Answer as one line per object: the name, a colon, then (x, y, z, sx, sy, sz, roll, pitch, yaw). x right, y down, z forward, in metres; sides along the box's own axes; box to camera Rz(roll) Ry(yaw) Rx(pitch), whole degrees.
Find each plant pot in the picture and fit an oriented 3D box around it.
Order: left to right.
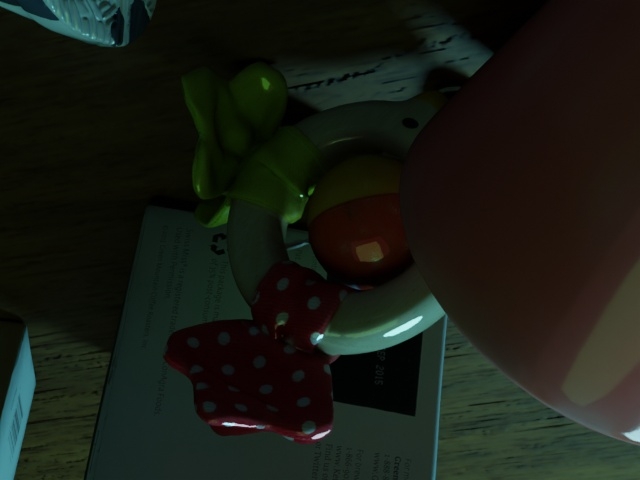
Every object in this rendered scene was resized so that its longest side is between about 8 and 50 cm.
plant pot: (0.217, -0.060, 1.068, 0.275, 0.275, 0.243, 20, 131, -15)

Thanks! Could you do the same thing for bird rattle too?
bird rattle: (0.000, 0.000, 1.179, 0.207, 0.253, 0.143, -17, 142, 14)

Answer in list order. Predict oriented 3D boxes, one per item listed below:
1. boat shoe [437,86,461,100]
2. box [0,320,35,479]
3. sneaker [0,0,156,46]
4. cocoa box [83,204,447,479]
boat shoe: (0.094, -0.047, 1.266, 0.049, 0.042, 0.133, 2, 142, 11)
box: (-0.319, 0.131, 1.502, 0.171, 0.130, 0.091, 6, 144, 2)
sneaker: (-0.211, -0.180, 1.115, 0.153, 0.094, 0.235, 11, 178, 38)
cocoa box: (-0.050, 0.190, 1.350, 0.232, 0.347, 0.228, 11, 144, -4)
